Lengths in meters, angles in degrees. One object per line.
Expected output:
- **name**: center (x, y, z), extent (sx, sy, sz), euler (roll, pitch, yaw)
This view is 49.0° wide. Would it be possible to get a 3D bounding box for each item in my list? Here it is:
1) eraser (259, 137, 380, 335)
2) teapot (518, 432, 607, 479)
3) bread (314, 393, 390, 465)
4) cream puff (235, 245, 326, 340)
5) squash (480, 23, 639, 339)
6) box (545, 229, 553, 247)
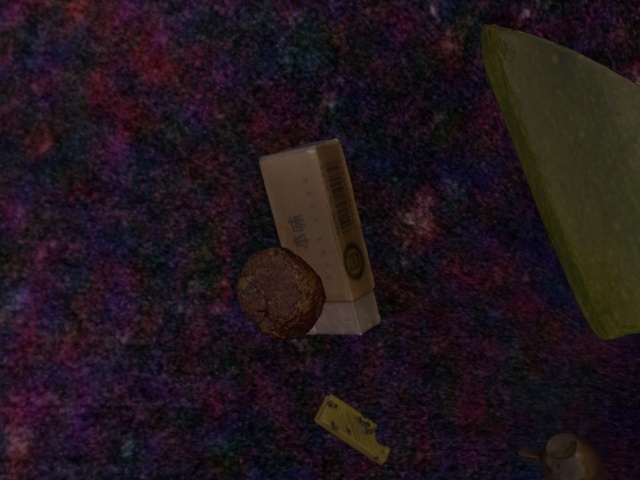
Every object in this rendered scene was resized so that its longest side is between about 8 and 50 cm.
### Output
- **eraser**: center (0.000, 0.000, 1.258), extent (0.144, 0.078, 0.344), euler (-7, 102, 41)
- **teapot**: center (0.272, 0.266, 0.823), extent (0.085, 0.080, 0.110), euler (-45, 30, -24)
- **bread**: center (0.096, 0.514, 1.908), extent (0.088, 0.226, 0.049), euler (-60, 8, -33)
- **cream puff**: center (-0.067, 0.084, 1.040), extent (0.148, 0.084, 0.149), euler (12, 119, 23)
- **squash**: center (0.226, -0.075, 0.479), extent (0.169, 0.093, 0.252), euler (-20, 83, 10)
- **box**: center (0.541, 0.057, 1.191), extent (0.097, 0.134, 0.345), euler (-27, 51, -20)
